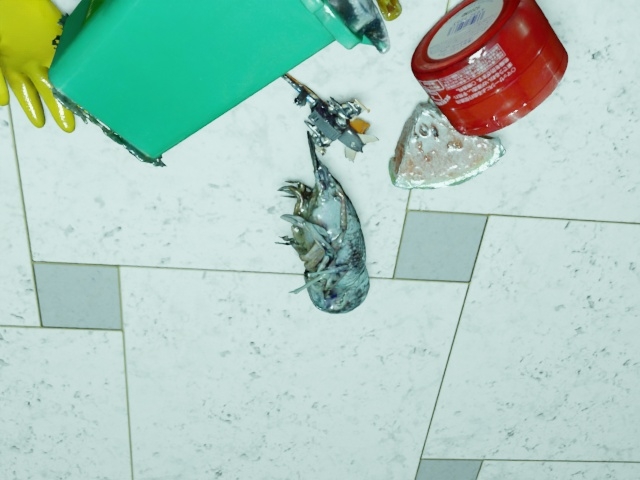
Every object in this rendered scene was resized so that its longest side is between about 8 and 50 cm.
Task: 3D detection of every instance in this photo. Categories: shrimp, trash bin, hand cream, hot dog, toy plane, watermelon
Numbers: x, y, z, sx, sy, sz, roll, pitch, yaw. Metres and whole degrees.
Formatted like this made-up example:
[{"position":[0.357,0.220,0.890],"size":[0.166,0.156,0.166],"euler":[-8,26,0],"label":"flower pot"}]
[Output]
[{"position":[0.001,0.001,1.099],"size":[0.137,0.172,0.372],"euler":[-16,130,12],"label":"shrimp"},{"position":[-0.133,-0.291,0.857],"size":[0.381,0.259,0.295],"euler":[-33,130,24],"label":"trash bin"},{"position":[0.233,-0.254,0.941],"size":[0.193,0.193,0.125],"euler":[-36,120,17],"label":"hand cream"},{"position":[0.090,-0.353,0.957],"size":[0.030,0.034,0.090],"euler":[-25,120,11],"label":"hot dog"},{"position":[0.000,-0.195,1.035],"size":[0.188,0.062,0.135],"euler":[33,141,-20],"label":"toy plane"},{"position":[0.191,-0.161,1.074],"size":[0.187,0.071,0.139],"euler":[-15,116,15],"label":"watermelon"}]

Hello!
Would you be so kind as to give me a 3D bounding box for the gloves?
[{"position":[-0.409,-0.279,0.932],"size":[0.132,0.116,0.295],"euler":[-12,130,12],"label":"gloves"}]
